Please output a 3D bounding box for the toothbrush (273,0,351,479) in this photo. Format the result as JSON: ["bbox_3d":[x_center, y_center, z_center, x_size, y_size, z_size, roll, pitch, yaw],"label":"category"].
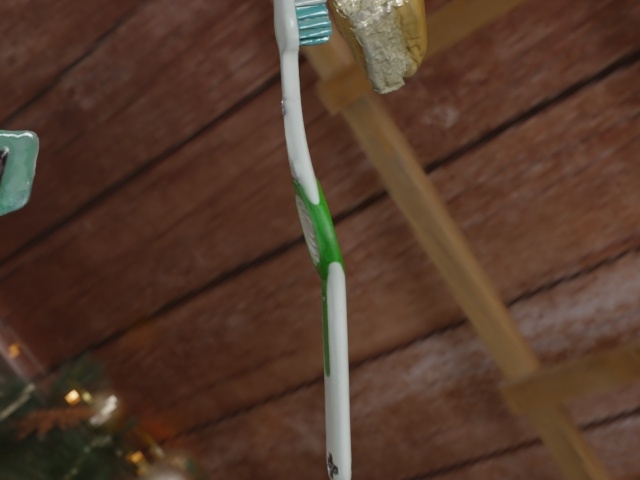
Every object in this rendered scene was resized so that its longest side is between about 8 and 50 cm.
[{"bbox_3d":[-0.002,0.000,0.781,0.030,0.304,0.030,-3,24,1],"label":"toothbrush"}]

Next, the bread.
[{"bbox_3d":[0.049,-0.201,1.235,0.082,0.106,0.125,-24,53,6],"label":"bread"}]

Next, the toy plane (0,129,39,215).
[{"bbox_3d":[-0.175,0.139,0.516,0.155,0.382,0.106,0,10,-8],"label":"toy plane"}]
